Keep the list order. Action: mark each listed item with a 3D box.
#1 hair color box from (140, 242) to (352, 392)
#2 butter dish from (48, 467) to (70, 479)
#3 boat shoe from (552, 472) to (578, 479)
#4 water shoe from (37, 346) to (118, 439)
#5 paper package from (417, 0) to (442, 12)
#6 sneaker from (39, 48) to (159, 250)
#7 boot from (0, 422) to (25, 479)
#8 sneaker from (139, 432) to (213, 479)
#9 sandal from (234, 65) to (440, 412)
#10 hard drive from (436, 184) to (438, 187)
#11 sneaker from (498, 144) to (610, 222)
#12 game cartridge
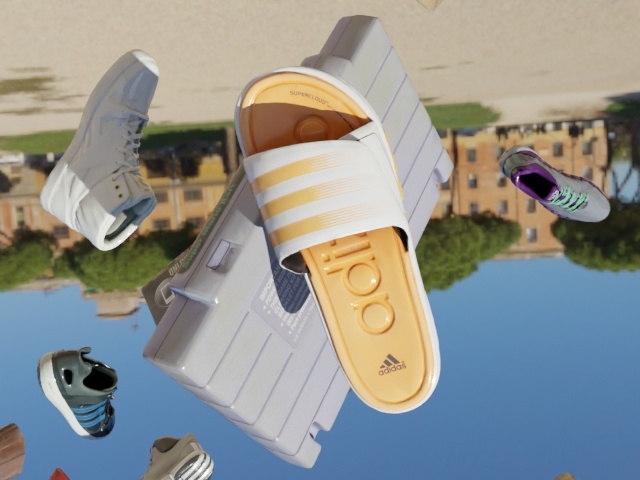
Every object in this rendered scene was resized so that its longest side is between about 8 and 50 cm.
[{"bbox_3d":[-0.035,0.094,0.971,0.185,0.110,0.339,-40,142,10],"label":"hair color box"},{"bbox_3d":[-0.360,0.449,1.205,0.160,0.160,0.118,38,-162,31],"label":"butter dish"},{"bbox_3d":[0.226,0.395,0.868,0.096,0.277,0.098,38,-176,13],"label":"boat shoe"},{"bbox_3d":[-0.310,0.215,1.075,0.080,0.073,0.203,-15,144,3],"label":"water shoe"},{"bbox_3d":[0.076,-0.535,1.113,0.168,0.325,0.309,-43,150,21],"label":"paper package"},{"bbox_3d":[-0.290,-0.128,1.187,0.169,0.293,0.108,35,-170,24],"label":"sneaker"},{"bbox_3d":[-0.319,0.236,0.726,0.037,0.107,0.114,11,-165,24],"label":"boot"},{"bbox_3d":[-0.294,0.426,1.371,0.228,0.086,0.132,-39,-146,-5],"label":"sneaker"},{"bbox_3d":[0.021,0.004,0.540,0.102,0.265,0.076,-22,-174,9],"label":"sandal"},{"bbox_3d":[0.051,-0.169,1.453,0.040,0.318,0.210,-52,-173,-17],"label":"hard drive"},{"bbox_3d":[0.405,-0.075,1.339,0.223,0.083,0.098,25,-152,-12],"label":"sneaker"},{"bbox_3d":[0.000,0.000,0.710,0.068,0.355,0.230,9,152,40],"label":"game cartridge"}]
